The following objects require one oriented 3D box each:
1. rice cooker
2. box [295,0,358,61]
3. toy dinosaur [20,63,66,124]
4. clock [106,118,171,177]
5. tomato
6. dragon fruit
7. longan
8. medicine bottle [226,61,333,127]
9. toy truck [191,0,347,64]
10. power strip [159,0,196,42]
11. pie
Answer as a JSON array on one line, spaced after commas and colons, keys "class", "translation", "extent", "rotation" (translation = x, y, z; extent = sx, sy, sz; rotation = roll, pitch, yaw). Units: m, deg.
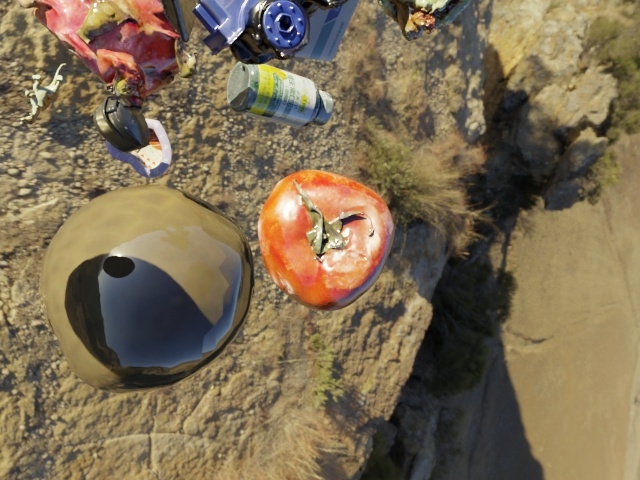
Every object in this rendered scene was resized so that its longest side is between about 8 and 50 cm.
[{"class": "rice cooker", "translation": [-0.547, -0.318, 1.280], "extent": [0.165, 0.106, 0.112], "rotation": [46, 33, -50]}, {"class": "box", "translation": [0.000, -0.550, 0.959], "extent": [0.200, 0.065, 0.343], "rotation": [-7, 143, -35]}, {"class": "toy dinosaur", "translation": [-0.844, -0.449, 1.437], "extent": [0.057, 0.142, 0.212], "rotation": [30, 40, -4]}, {"class": "clock", "translation": [-0.552, -0.301, 1.448], "extent": [0.198, 0.064, 0.172], "rotation": [34, 88, -20]}, {"class": "tomato", "translation": [0.000, 0.000, 0.612], "extent": [0.187, 0.151, 0.187], "rotation": [1, 86, -10]}, {"class": "dragon fruit", "translation": [-0.305, -0.291, 0.667], "extent": [0.147, 0.282, 0.211], "rotation": [-39, 156, -15]}, {"class": "longan", "translation": [-0.311, 0.075, 0.833], "extent": [0.404, 0.404, 0.336], "rotation": [-58, 141, -23]}, {"class": "medicine bottle", "translation": [-0.102, -0.396, 1.290], "extent": [0.293, 0.141, 0.141], "rotation": [3, 95, -41]}, {"class": "toy truck", "translation": [-0.077, -0.339, 0.601], "extent": [0.213, 0.161, 0.177], "rotation": [-50, 118, -7]}, {"class": "power strip", "translation": [-0.308, -0.523, 0.925], "extent": [0.257, 0.070, 0.105], "rotation": [94, 5, -64]}, {"class": "pie", "translation": [0.234, -0.619, 1.065], "extent": [0.257, 0.274, 0.105], "rotation": [-38, 169, 7]}]
